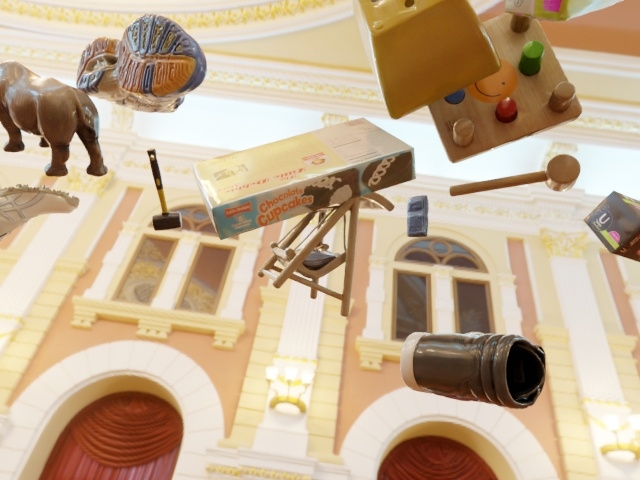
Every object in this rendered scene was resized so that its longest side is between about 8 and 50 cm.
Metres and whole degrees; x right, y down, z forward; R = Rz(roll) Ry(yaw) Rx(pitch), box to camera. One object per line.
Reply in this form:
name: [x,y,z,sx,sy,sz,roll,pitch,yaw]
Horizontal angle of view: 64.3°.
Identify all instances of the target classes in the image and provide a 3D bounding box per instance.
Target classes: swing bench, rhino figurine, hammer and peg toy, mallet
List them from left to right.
rhino figurine: [-0.360,-0.162,0.626,0.243,0.073,0.106,25,-56,23]
mallet: [-0.346,-0.101,1.072,0.062,0.039,0.190,-14,-55,-6]
swing bench: [0.000,0.000,1.095,0.165,0.255,0.253,24,-5,-14]
hammer and peg toy: [0.336,-0.250,0.964,0.266,0.361,0.127,-19,-16,8]

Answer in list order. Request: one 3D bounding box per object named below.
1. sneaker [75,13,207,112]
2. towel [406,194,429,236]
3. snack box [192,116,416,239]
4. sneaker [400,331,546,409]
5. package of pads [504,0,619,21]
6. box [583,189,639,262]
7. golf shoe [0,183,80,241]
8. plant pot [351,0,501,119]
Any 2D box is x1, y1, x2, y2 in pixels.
sneaker: [-0.238,-0.247,0.751,0.296,0.112,0.131,16,0,42]
towel: [0.279,-0.069,1.470,0.067,0.119,0.029,-6,-13,39]
snack box: [-0.032,-0.111,0.823,0.322,0.187,0.060,-18,-57,-13]
sneaker: [0.245,0.180,0.697,0.147,0.105,0.295,-1,-12,40]
package of pads: [0.393,-0.452,0.742,0.101,0.296,0.229,28,-46,35]
box: [0.371,-0.014,0.605,0.083,0.062,0.052,14,-52,-28]
golf shoe: [-0.416,-0.034,0.676,0.176,0.086,0.069,1,-4,-39]
plant pot: [0.164,-0.377,0.880,0.212,0.212,0.187,-23,-24,17]
